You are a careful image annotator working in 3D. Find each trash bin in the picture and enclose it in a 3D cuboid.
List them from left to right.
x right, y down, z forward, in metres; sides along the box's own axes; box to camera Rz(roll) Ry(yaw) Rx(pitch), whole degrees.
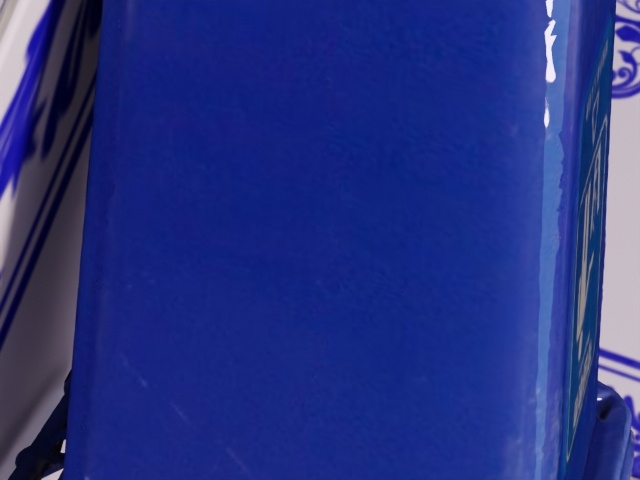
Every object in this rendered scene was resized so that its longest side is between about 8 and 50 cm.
[{"bbox_3d":[0.000,0.000,0.524,0.162,0.184,0.234,-64,160,-59],"label":"trash bin"}]
